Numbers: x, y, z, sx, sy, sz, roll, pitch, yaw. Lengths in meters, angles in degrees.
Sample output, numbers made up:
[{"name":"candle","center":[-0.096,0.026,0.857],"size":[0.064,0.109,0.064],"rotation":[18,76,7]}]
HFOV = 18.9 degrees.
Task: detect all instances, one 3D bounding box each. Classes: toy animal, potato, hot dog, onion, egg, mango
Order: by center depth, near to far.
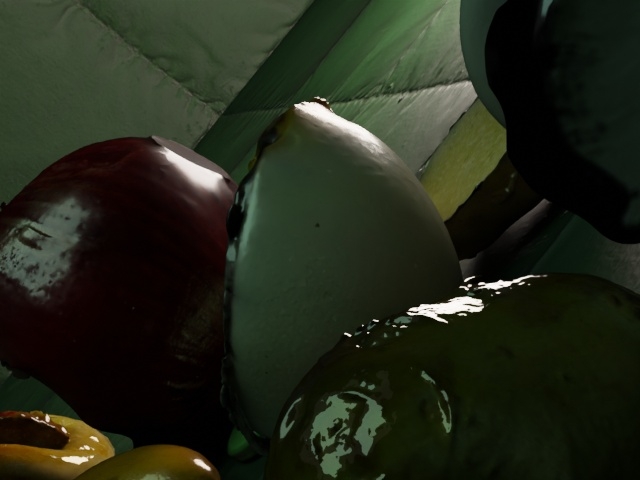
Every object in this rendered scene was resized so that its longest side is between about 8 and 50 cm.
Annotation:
[{"name":"potato","center":[0.083,0.111,1.112],"size":[0.246,0.196,0.300],"rotation":[-33,19,49]},{"name":"toy animal","center":[0.209,-0.126,1.279],"size":[0.251,0.251,0.310],"rotation":[-49,5,5]},{"name":"egg","center":[0.034,0.031,1.528],"size":[0.174,0.264,0.286],"rotation":[2,39,13]},{"name":"potato","center":[0.152,-0.056,1.630],"size":[0.200,0.081,0.164],"rotation":[-41,24,47]},{"name":"mango","center":[-0.175,0.259,1.790],"size":[0.219,0.112,0.145],"rotation":[-29,21,29]},{"name":"onion","center":[-0.198,0.046,1.965],"size":[0.341,0.341,0.341],"rotation":[-47,13,14]},{"name":"hot dog","center":[-0.428,0.332,2.186],"size":[0.405,0.223,0.185],"rotation":[-47,10,10]}]

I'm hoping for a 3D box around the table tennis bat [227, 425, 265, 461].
[{"name":"table tennis bat","center":[-0.008,0.103,1.822],"size":[0.257,0.039,0.160],"rotation":[-54,11,6]}]
